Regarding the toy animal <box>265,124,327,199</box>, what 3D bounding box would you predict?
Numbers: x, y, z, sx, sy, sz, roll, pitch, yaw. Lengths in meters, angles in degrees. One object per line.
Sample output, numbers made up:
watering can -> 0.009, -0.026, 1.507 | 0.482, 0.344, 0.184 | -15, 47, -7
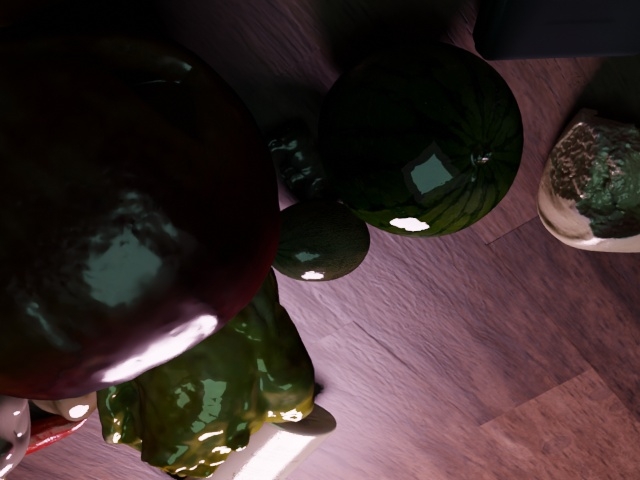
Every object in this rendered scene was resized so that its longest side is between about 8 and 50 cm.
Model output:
toy animal -> -0.022, -0.097, 1.320 | 0.065, 0.047, 0.135 | -31, 133, 3

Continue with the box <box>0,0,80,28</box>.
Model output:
box -> -0.292, -0.326, 0.952 | 0.152, 0.070, 0.237 | -21, 141, 3

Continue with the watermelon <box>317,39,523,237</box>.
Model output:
watermelon -> 0.117, -0.118, 1.196 | 0.242, 0.242, 0.242 | -10, 139, -9

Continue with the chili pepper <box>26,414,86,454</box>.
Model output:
chili pepper -> -0.502, 0.319, 1.614 | 0.272, 0.063, 0.071 | -10, 152, -13

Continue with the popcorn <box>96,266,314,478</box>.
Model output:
popcorn -> -0.172, 0.165, 1.385 | 0.312, 0.312, 0.312 | -10, 139, -9

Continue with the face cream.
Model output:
face cream -> -0.134, 0.407, 1.820 | 0.174, 0.081, 0.348 | 18, 128, -34

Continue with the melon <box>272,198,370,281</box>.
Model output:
melon -> 0.000, 0.000, 1.380 | 0.167, 0.114, 0.114 | -1, 138, -36

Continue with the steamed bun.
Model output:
steamed bun -> 0.440, -0.067, 1.422 | 0.226, 0.170, 0.200 | 3, 131, -24

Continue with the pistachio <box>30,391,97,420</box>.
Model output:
pistachio -> -0.370, 0.148, 1.408 | 0.138, 0.153, 0.237 | -19, 114, -12

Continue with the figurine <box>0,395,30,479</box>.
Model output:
figurine -> -0.499, 0.147, 1.327 | 0.266, 0.361, 0.377 | 16, 97, -35

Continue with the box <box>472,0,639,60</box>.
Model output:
box -> 0.306, -0.290, 1.213 | 0.230, 0.050, 0.160 | -4, 137, -15

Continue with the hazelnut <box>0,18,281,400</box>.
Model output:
hazelnut -> -0.257, -0.045, 1.066 | 0.429, 0.402, 0.402 | -23, 141, 24
